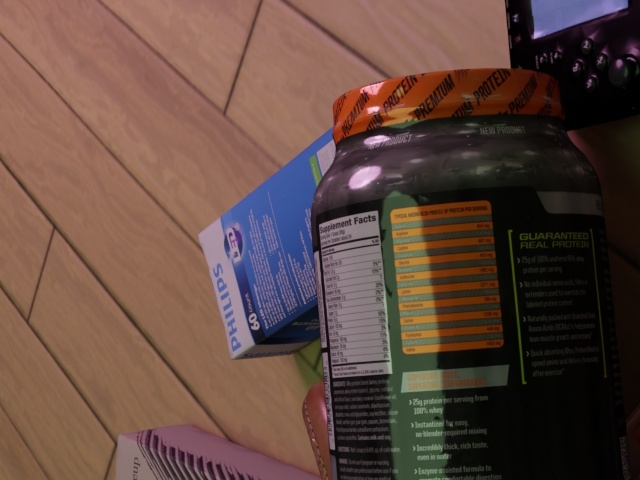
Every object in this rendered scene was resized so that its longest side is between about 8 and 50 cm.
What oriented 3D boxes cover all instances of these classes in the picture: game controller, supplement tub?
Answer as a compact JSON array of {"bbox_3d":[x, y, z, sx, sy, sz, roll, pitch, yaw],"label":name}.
[{"bbox_3d":[0.189,-0.241,0.950,0.166,0.067,0.319,-8,85,50],"label":"game controller"},{"bbox_3d":[0.102,0.063,0.918,0.207,0.207,0.338,-11,81,50],"label":"supplement tub"}]

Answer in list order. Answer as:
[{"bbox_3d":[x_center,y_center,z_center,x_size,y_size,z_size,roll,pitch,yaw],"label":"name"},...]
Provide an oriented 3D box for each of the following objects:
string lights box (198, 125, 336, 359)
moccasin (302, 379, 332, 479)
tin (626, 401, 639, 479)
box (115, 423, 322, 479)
[{"bbox_3d":[0.000,0.000,1.176,0.259,0.076,0.133,-35,65,45],"label":"string lights box"},{"bbox_3d":[0.074,0.289,1.069,0.147,0.139,0.380,-36,74,35],"label":"moccasin"},{"bbox_3d":[0.268,0.134,0.896,0.106,0.040,0.190,51,129,30],"label":"tin"},{"bbox_3d":[-0.090,0.265,1.281,0.275,0.094,0.113,8,98,49],"label":"box"}]
